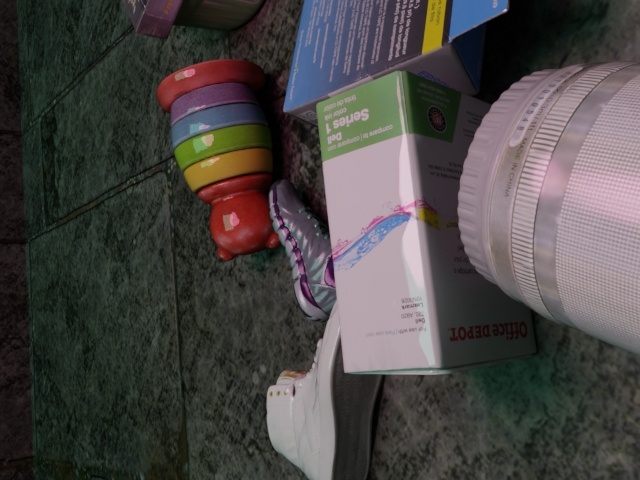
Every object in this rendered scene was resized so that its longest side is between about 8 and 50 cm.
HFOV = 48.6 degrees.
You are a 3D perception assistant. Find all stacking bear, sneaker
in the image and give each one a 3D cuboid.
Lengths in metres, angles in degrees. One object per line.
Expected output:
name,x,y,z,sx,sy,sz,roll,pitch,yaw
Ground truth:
stacking bear,-0.142,-0.117,1.104,0.176,0.164,0.288,-16,87,5
sneaker,0.000,0.000,1.007,0.098,0.083,0.223,-28,69,23
sneaker,-0.006,0.188,0.966,0.169,0.108,0.292,19,106,47

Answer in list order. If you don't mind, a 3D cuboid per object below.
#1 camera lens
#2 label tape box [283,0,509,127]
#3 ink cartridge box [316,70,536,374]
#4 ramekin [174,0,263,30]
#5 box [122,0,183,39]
camera lens,0.271,-0.018,0.530,0.274,0.219,0.219,24,108,49
label tape box,0.112,-0.270,0.784,0.334,0.106,0.240,-9,66,51
ink cartridge box,0.113,-0.008,0.732,0.117,0.201,0.278,-13,79,40
ramekin,-0.194,-0.499,1.182,0.303,0.148,0.303,-2,88,52
box,-0.264,-0.458,1.103,0.183,0.056,0.231,-56,49,36
